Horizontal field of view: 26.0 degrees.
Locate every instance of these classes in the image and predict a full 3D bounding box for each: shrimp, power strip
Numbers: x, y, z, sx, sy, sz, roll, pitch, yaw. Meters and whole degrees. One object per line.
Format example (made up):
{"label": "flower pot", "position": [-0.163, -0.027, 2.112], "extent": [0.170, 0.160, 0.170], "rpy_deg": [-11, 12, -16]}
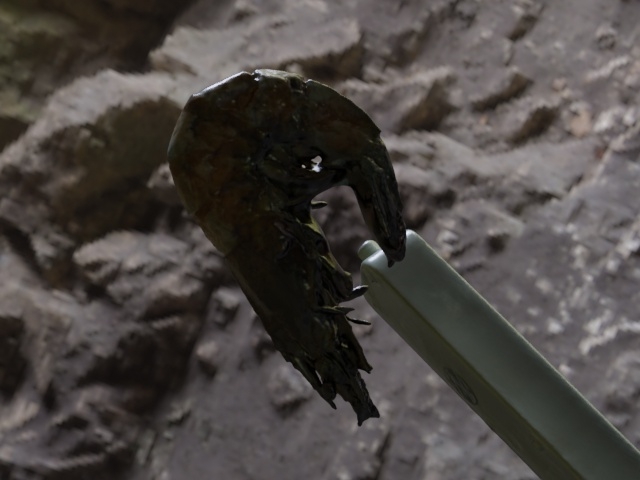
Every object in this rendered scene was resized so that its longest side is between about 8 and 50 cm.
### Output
{"label": "shrimp", "position": [0.000, 0.000, 0.593], "extent": [0.091, 0.161, 0.034], "rpy_deg": [-27, 3, -4]}
{"label": "power strip", "position": [0.166, 0.129, 1.157], "extent": [0.062, 0.385, 0.091], "rpy_deg": [-39, -22, -14]}
